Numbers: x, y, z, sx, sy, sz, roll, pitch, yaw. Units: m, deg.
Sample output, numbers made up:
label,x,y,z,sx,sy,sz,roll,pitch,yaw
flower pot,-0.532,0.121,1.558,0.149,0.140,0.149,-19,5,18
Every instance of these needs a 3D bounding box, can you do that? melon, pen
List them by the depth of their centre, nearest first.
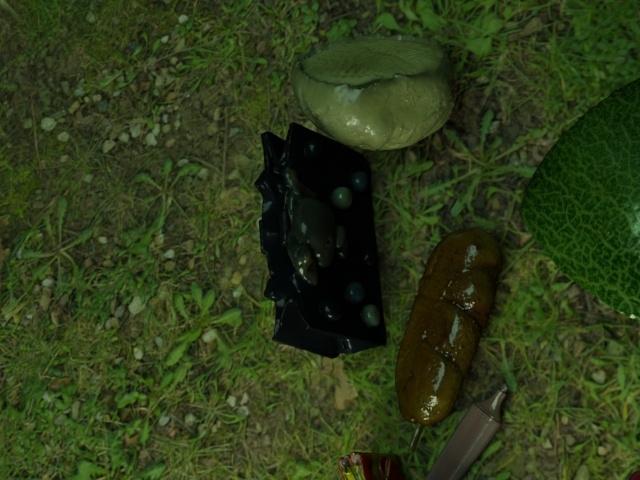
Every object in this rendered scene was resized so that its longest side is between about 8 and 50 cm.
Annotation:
label,x,y,z,sx,sy,sz,roll,pitch,yaw
melon,0.475,-0.028,1.723,0.331,0.226,0.343,-36,44,1
pen,0.218,0.289,1.905,0.053,0.032,0.197,40,103,31

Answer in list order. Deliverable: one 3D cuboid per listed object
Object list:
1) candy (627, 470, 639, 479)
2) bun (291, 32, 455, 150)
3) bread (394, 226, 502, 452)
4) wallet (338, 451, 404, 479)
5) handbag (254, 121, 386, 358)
label,x,y,z,sx,sy,sz,roll,pitch,yaw
candy,0.474,0.247,1.728,0.124,0.124,0.365,8,76,31
bun,0.083,-0.220,1.994,0.259,0.259,0.152,10,120,32
bread,0.185,0.147,1.925,0.124,0.084,0.344,13,86,54
wallet,0.099,0.420,1.882,0.067,0.141,0.241,-23,69,19
handbag,0.000,0.000,1.954,0.118,0.269,0.325,-15,71,28
